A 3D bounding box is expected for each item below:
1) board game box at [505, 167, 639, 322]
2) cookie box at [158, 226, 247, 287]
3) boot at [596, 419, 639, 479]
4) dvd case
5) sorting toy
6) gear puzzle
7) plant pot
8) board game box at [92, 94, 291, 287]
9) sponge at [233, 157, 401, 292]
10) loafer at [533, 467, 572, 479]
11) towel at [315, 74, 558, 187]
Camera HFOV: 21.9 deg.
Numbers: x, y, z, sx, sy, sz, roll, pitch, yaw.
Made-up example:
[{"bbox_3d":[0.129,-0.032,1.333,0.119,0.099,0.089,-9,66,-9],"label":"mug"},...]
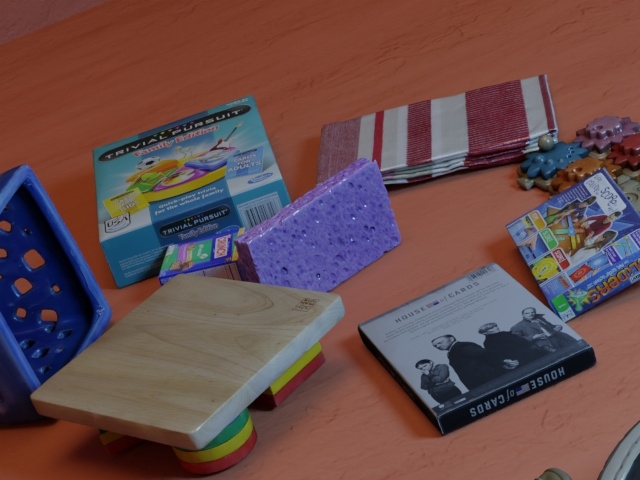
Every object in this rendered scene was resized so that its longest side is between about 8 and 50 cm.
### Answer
[{"bbox_3d":[0.293,0.002,1.839,0.136,0.035,0.201,-31,25,7],"label":"board game box"},{"bbox_3d":[-0.145,0.030,2.105,0.107,0.040,0.092,-13,26,11],"label":"cookie box"},{"bbox_3d":[0.402,0.202,1.286,0.284,0.138,0.377,9,26,43],"label":"boot"},{"bbox_3d":[0.160,0.109,1.759,0.179,0.030,0.239,-24,26,-10],"label":"dvd case"},{"bbox_3d":[-0.135,0.151,1.805,0.257,0.089,0.255,6,36,41],"label":"sorting toy"},{"bbox_3d":[0.371,-0.081,1.974,0.175,0.044,0.339,-26,27,-14],"label":"gear puzzle"},{"bbox_3d":[-0.419,0.080,1.985,0.212,0.236,0.236,-16,24,21],"label":"plant pot"},{"bbox_3d":[-0.183,-0.077,2.300,0.253,0.079,0.336,-19,26,-1],"label":"board game box"},{"bbox_3d":[0.000,0.000,1.980,0.210,0.117,0.031,-34,27,-28],"label":"sponge"},{"bbox_3d":[0.204,0.248,1.424,0.050,0.056,0.148,-13,25,-3],"label":"loafer"},{"bbox_3d":[0.156,-0.141,2.251,0.329,0.037,0.237,-13,24,9],"label":"towel"}]
